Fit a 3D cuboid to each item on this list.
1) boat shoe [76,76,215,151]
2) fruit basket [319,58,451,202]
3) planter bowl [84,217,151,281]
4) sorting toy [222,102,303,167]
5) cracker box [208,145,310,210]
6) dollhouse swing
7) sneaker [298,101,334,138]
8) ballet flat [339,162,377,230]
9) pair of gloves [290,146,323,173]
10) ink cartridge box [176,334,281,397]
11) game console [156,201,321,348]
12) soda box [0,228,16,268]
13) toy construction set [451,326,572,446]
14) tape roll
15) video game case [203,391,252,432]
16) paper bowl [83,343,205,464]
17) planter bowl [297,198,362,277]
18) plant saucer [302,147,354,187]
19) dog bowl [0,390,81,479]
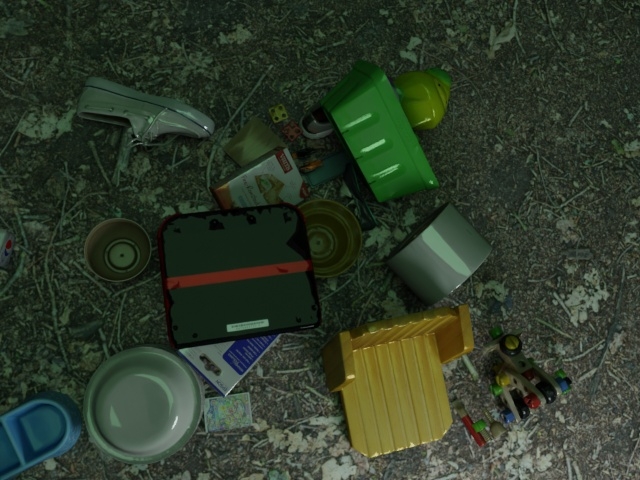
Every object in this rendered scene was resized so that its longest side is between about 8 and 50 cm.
[{"bbox_3d":[-0.475,-0.308,1.701,0.367,0.136,0.156,18,76,-4],"label":"boat shoe"},{"bbox_3d":[0.227,-0.336,1.737,0.392,0.283,0.391,-4,113,-10],"label":"fruit basket"},{"bbox_3d":[-0.515,0.031,1.641,0.162,0.109,0.162,2,80,-10],"label":"planter bowl"},{"bbox_3d":[-0.175,-0.261,1.787,0.132,0.046,0.274,43,83,-1],"label":"sorting toy"},{"bbox_3d":[-0.163,-0.133,1.730,0.232,0.067,0.155,-34,114,-15],"label":"cracker box"},{"bbox_3d":[0.217,0.372,1.634,0.347,0.315,0.304,-9,71,-15],"label":"dollhouse swing"},{"bbox_3d":[0.069,-0.377,1.831,0.272,0.108,0.100,-29,84,-16],"label":"sneaker"},{"bbox_3d":[0.094,-0.119,1.807,0.074,0.074,0.203,-23,90,-14],"label":"ballet flat"},{"bbox_3d":[-0.038,-0.229,1.819,0.074,0.010,0.083,-22,61,-10],"label":"pair of gloves"},{"bbox_3d":[-0.189,0.209,1.659,0.175,0.069,0.371,48,67,-13],"label":"ink cartridge box"},{"bbox_3d":[-0.206,0.080,1.619,0.387,0.060,0.341,-7,80,-13],"label":"game console"},{"bbox_3d":[-0.922,-0.008,1.578,0.287,0.098,0.091,13,77,-7],"label":"soda box"},{"bbox_3d":[0.493,0.380,1.742,0.309,0.257,0.237,-36,69,7],"label":"toy construction set"},{"bbox_3d":[0.318,0.036,1.729,0.246,0.246,0.169,-43,90,-15],"label":"tape roll"},{"bbox_3d":[-0.243,0.448,1.664,0.122,0.011,0.087,-6,81,-11],"label":"video game case"},{"bbox_3d":[-0.430,0.399,1.551,0.285,0.148,0.284,0,86,-5],"label":"paper bowl"},{"bbox_3d":[0.000,0.000,1.754,0.217,0.090,0.217,2,80,-11],"label":"planter bowl"},{"bbox_3d":[0.043,-0.218,1.842,0.192,0.018,0.067,-27,85,-13],"label":"plant saucer"},{"bbox_3d":[-0.731,0.481,1.534,0.297,0.074,0.165,-26,85,-15],"label":"dog bowl"}]
